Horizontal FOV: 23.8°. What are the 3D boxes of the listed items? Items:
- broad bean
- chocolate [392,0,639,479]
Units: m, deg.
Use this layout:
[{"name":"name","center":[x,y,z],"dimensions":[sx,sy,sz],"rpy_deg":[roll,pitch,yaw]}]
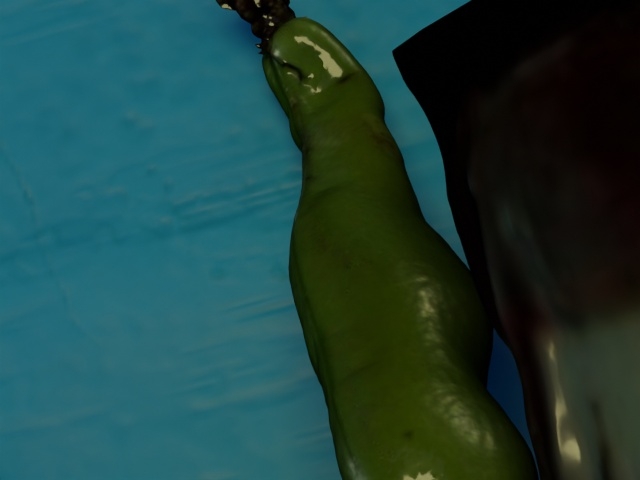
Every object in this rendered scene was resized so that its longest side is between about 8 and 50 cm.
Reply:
[{"name":"broad bean","center":[0.008,0.002,0.545],"dimensions":[0.056,0.098,0.318],"rpy_deg":[-50,46,27]},{"name":"chocolate","center":[0.168,0.025,0.440],"dimensions":[0.284,0.283,0.186],"rpy_deg":[-2,74,10]}]
